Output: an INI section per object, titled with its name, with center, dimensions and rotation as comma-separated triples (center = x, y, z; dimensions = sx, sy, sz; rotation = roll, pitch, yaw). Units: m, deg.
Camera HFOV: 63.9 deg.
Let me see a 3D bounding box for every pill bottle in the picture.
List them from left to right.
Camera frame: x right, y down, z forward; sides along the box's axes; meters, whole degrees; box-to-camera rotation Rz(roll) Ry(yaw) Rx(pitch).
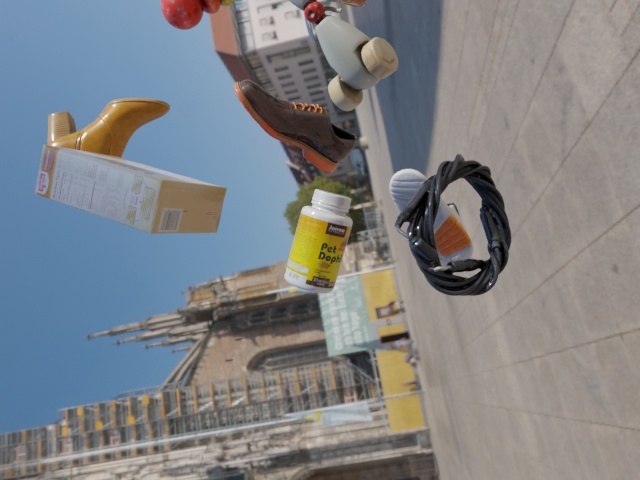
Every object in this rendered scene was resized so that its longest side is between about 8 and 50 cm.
[pill bottle]
center = 0.000, 0.000, 1.133
dimensions = 0.117, 0.117, 0.214
rotation = -48, -27, -82

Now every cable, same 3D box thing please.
[cable]
center = 0.181, -0.022, 0.635
dimensions = 0.150, 0.184, 0.047
rotation = 45, 150, -6

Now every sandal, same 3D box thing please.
[sandal]
center = 0.218, -0.051, 0.989
dimensions = 0.265, 0.102, 0.076
rotation = 54, -148, -33

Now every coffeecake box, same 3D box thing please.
[coffeecake box]
center = -0.243, -0.065, 0.672
dimensions = 0.142, 0.186, 0.068
rotation = -5, -69, -69

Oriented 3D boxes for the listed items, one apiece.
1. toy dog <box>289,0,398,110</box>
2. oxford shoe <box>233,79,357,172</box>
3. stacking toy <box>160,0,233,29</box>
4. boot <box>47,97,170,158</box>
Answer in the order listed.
[toy dog]
center = 0.054, -0.465, 1.135
dimensions = 0.161, 0.220, 0.333
rotation = -45, -58, -48
[oxford shoe]
center = -0.043, -0.235, 0.974
dimensions = 0.271, 0.098, 0.097
rotation = 28, -149, -40
[stacking toy]
center = -0.208, -0.578, 1.125
dimensions = 0.141, 0.330, 0.141
rotation = 47, 165, 16
[boot]
center = -0.484, -0.207, 1.197
dimensions = 0.104, 0.295, 0.211
rotation = 107, 152, -81
